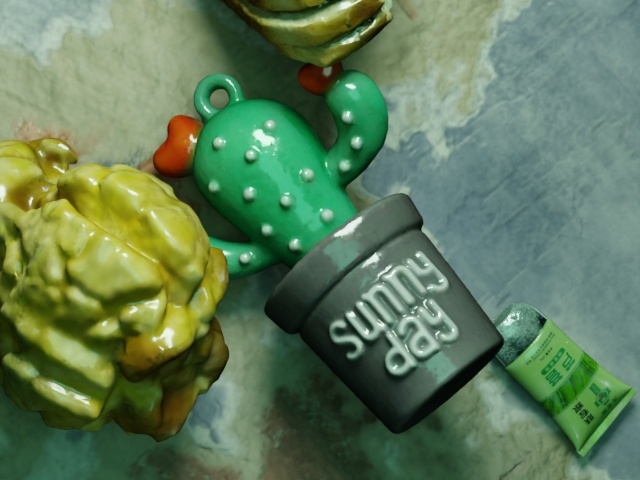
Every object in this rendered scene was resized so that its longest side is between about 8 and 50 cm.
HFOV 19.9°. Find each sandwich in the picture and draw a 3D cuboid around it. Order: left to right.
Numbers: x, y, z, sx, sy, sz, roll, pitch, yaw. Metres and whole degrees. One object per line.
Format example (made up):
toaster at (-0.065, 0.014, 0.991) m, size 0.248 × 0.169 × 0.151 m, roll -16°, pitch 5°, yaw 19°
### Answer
sandwich at (0.027, -0.310, 1.806) m, size 0.288 × 0.254 × 0.099 m, roll -38°, pitch 130°, yaw -13°

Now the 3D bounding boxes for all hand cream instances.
hand cream at (0.252, 0.140, 1.945) m, size 0.175 × 0.046 × 0.095 m, roll 44°, pitch 78°, yaw -11°

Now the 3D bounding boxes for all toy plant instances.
toy plant at (0.008, -0.009, 1.819) m, size 0.400 × 0.279 × 0.185 m, roll 49°, pitch 37°, yaw 10°

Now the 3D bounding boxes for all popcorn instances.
popcorn at (-0.219, 0.036, 1.732) m, size 0.225 × 0.265 × 0.332 m, roll -22°, pitch 75°, yaw -33°
